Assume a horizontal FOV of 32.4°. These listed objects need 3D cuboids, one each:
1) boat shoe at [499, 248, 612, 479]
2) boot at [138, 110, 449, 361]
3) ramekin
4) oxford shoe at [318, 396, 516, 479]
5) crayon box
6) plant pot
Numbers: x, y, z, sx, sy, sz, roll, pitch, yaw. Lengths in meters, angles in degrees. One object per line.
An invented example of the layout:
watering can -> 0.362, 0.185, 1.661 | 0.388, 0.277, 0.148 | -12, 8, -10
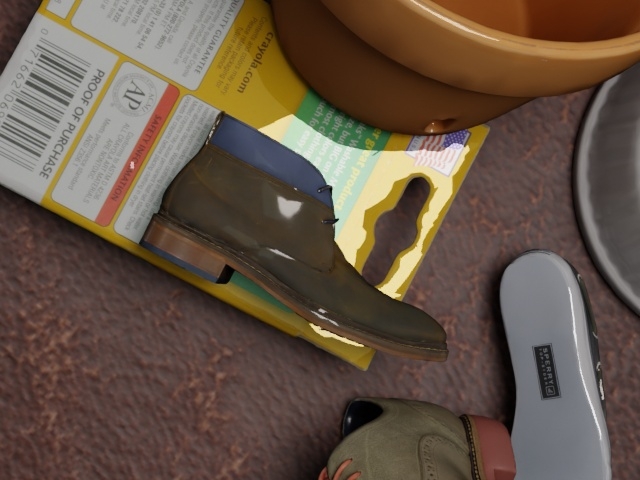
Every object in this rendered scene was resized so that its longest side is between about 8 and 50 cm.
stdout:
boat shoe -> 0.182, 0.121, 0.837 | 0.080, 0.076, 0.229 | -12, 82, 31
boot -> 0.000, 0.000, 0.730 | 0.219, 0.082, 0.106 | 24, 89, -4
ramekin -> 0.334, -0.052, 0.819 | 0.272, 0.127, 0.273 | 0, 87, -2
oxford shoe -> 0.054, 0.192, 0.692 | 0.130, 0.348, 0.123 | 20, 99, 0
crayon box -> -0.068, -0.068, 0.807 | 0.323, 0.083, 0.203 | 28, 86, -4
plant pot -> 0.088, -0.198, 0.709 | 0.290, 0.203, 0.291 | 5, 68, -14
